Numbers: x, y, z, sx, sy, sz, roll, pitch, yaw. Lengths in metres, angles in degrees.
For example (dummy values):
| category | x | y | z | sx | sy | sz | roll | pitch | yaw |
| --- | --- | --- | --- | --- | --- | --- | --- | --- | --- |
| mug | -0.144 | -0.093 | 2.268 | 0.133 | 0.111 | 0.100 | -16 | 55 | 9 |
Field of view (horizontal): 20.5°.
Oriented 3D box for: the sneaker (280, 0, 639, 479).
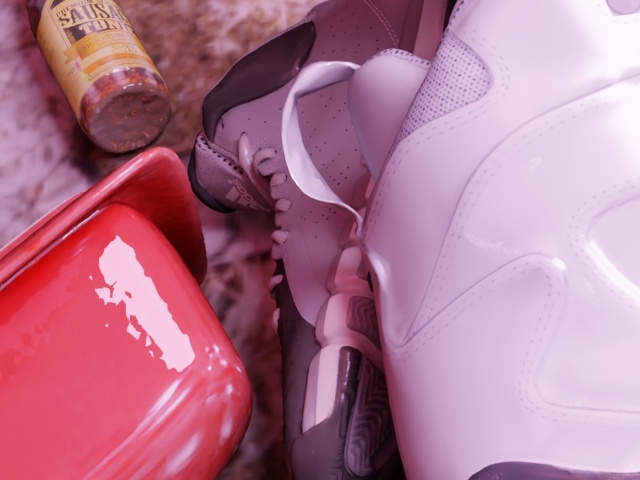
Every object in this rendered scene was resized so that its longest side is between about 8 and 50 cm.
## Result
| category | x | y | z | sx | sy | sz | roll | pitch | yaw |
| --- | --- | --- | --- | --- | --- | --- | --- | --- | --- |
| sneaker | 0.168 | -0.028 | 0.519 | 0.365 | 0.137 | 0.210 | -24 | 80 | 6 |

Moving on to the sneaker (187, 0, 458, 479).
| category | x | y | z | sx | sy | sz | roll | pitch | yaw |
| --- | --- | --- | --- | --- | --- | --- | --- | --- | --- |
| sneaker | 0.000 | 0.000 | 0.656 | 0.132 | 0.086 | 0.229 | -6 | 55 | 37 |

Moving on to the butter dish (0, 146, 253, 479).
| category | x | y | z | sx | sy | sz | roll | pitch | yaw |
| --- | --- | --- | --- | --- | --- | --- | --- | --- | --- |
| butter dish | -0.077 | 0.071 | 0.595 | 0.160 | 0.160 | 0.118 | -39 | 75 | -10 |

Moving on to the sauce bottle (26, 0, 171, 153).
| category | x | y | z | sx | sy | sz | roll | pitch | yaw |
| --- | --- | --- | --- | --- | --- | --- | --- | --- | --- |
| sauce bottle | -0.105 | -0.091 | 0.774 | 0.042 | 0.042 | 0.128 | -31 | 52 | -4 |
